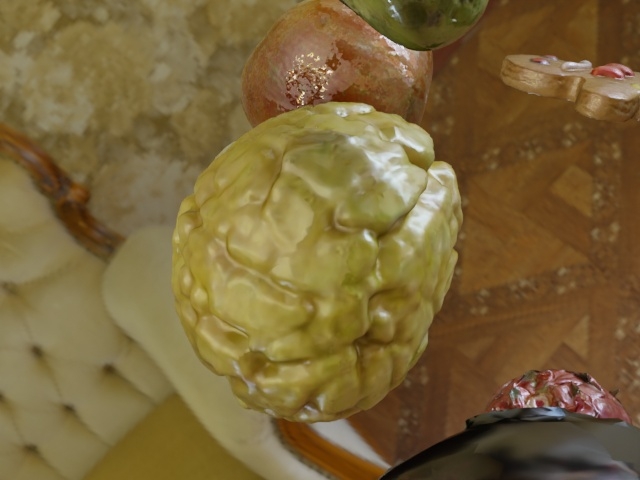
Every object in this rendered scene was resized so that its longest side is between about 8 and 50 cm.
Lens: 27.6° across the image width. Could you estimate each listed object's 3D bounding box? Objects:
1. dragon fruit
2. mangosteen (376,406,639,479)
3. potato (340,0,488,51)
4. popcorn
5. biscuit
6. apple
[{"bbox_3d":[0.336,0.293,1.873,0.252,0.241,0.241,115,163,-52],"label":"dragon fruit"},{"bbox_3d":[0.198,0.324,1.111,0.381,0.421,0.381,-2,86,30],"label":"mangosteen"},{"bbox_3d":[0.052,-0.284,1.186,0.148,0.197,0.228,-53,51,11],"label":"potato"},{"bbox_3d":[-0.011,0.012,1.587,0.344,0.354,0.390,22,50,8],"label":"popcorn"},{"bbox_3d":[0.274,-0.128,1.125,0.250,0.165,0.036,18,110,23],"label":"biscuit"},{"bbox_3d":[0.018,-0.224,1.883,0.301,0.301,0.301,-27,44,29],"label":"apple"}]
